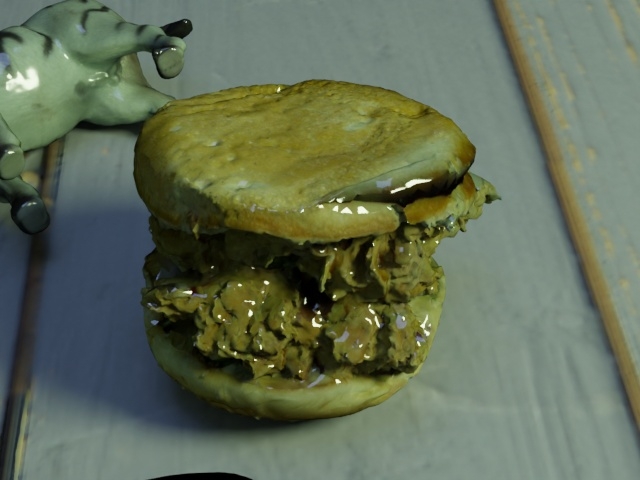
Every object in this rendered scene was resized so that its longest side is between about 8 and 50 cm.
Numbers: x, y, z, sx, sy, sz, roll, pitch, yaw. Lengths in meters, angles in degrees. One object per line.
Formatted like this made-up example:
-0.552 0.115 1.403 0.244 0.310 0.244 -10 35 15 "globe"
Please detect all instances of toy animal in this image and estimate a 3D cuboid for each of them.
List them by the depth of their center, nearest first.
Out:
-0.183 -0.066 0.738 0.255 0.090 0.170 -16 38 -14 "toy animal"

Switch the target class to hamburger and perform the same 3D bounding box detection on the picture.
0.000 0.000 0.606 0.185 0.131 0.159 -15 32 -18 "hamburger"

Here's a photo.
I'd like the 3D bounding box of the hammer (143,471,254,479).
-0.140 0.238 0.375 0.044 0.152 0.427 29 63 30 "hammer"
